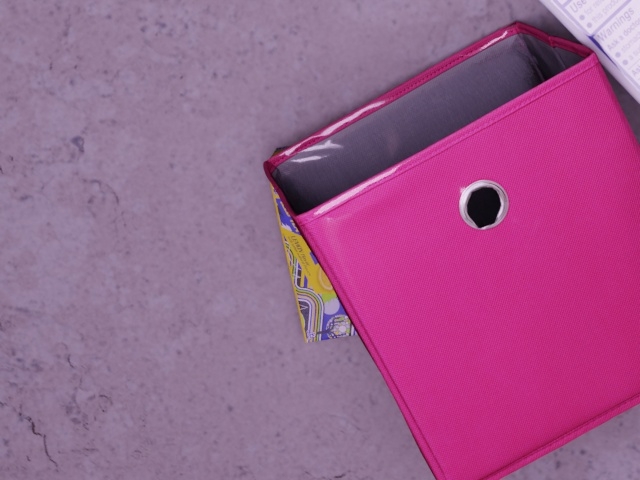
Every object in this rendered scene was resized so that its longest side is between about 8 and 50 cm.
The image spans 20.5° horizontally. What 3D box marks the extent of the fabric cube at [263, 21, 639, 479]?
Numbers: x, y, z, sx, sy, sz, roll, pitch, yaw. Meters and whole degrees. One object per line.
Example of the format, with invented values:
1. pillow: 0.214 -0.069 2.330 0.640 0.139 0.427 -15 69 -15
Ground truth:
1. fabric cube: 0.132 0.008 1.407 0.254 0.259 0.258 -28 104 0

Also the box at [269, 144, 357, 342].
1. box: 0.000 0.000 1.557 0.059 0.054 0.169 -9 105 10

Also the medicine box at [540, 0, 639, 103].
1. medicine box: 0.338 -0.205 1.354 0.289 0.149 0.263 46 106 -3
